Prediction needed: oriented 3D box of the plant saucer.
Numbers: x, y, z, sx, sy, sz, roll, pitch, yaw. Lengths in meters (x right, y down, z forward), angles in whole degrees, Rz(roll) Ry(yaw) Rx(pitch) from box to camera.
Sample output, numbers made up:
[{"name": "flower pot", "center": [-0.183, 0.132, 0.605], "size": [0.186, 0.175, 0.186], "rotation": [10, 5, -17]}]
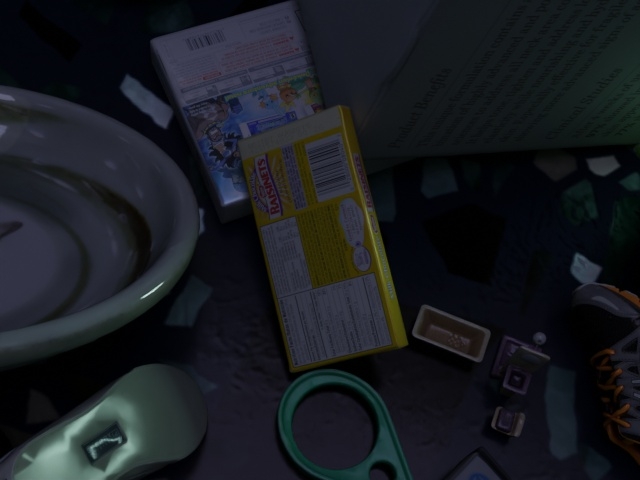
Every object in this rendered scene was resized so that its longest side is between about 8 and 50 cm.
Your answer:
[{"name": "plant saucer", "center": [-0.298, -0.002, 0.764], "size": [0.401, 0.100, 0.400], "rotation": [10, 30, -6]}]

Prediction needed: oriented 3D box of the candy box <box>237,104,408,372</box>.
[{"name": "candy box", "center": [0.000, 0.000, 0.836], "size": [0.105, 0.027, 0.205], "rotation": [-16, 84, 29]}]

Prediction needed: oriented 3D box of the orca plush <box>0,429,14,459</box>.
[{"name": "orca plush", "center": [-0.324, 0.142, 0.777], "size": [0.287, 0.102, 0.151], "rotation": [20, 109, 10]}]

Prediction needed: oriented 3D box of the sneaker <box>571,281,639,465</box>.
[{"name": "sneaker", "center": [0.271, 0.132, 0.842], "size": [0.083, 0.084, 0.214], "rotation": [-27, 72, -12]}]

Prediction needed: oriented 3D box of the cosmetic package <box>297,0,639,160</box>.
[{"name": "cosmetic package", "center": [0.208, -0.292, 0.861], "size": [0.394, 0.329, 0.327], "rotation": [-5, 67, -20]}]

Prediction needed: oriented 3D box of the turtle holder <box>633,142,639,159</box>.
[{"name": "turtle holder", "center": [0.430, 0.013, 0.857], "size": [0.320, 0.243, 0.227], "rotation": [5, 76, -48]}]

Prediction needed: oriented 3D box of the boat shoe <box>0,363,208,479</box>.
[{"name": "boat shoe", "center": [-0.171, 0.155, 0.741], "size": [0.227, 0.081, 0.079], "rotation": [-22, 86, -62]}]

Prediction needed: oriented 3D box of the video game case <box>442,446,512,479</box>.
[{"name": "video game case", "center": [0.138, 0.315, 0.698], "size": [0.275, 0.035, 0.248], "rotation": [49, 42, 10]}]

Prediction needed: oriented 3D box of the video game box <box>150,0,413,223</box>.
[{"name": "video game box", "center": [-0.032, -0.132, 0.940], "size": [0.205, 0.048, 0.187], "rotation": [-19, 68, -15]}]

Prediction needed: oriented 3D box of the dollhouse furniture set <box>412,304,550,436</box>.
[{"name": "dollhouse furniture set", "center": [0.132, 0.098, 0.837], "size": [0.114, 0.081, 0.091], "rotation": [22, 65, 3]}]

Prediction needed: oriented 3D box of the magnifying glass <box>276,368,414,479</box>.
[{"name": "magnifying glass", "center": [0.057, 0.199, 0.814], "size": [0.092, 0.026, 0.231], "rotation": [-40, 77, -21]}]
